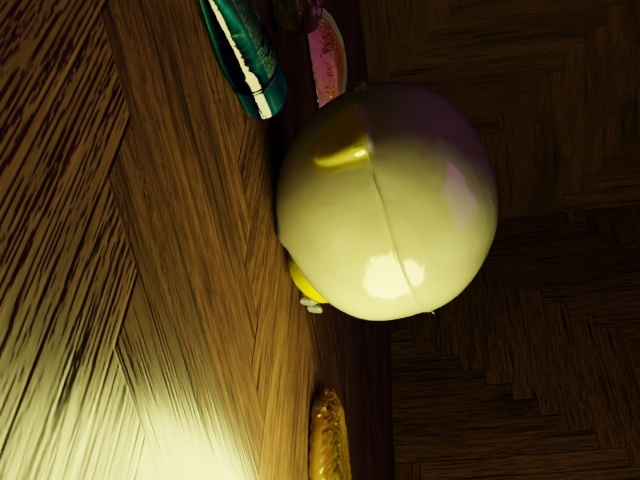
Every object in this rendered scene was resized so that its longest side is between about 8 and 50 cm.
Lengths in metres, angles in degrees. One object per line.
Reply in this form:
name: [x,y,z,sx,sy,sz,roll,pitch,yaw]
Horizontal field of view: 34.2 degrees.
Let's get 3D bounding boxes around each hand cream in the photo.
hand cream: [-0.096,-0.247,1.090,0.270,0.061,0.120,69,15,-50]

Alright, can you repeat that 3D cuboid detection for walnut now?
walnut: [-0.034,-0.362,1.590,0.082,0.079,0.096,73,14,-67]

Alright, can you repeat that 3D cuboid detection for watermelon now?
watermelon: [0.005,-0.359,2.062,0.119,0.063,0.245,-38,124,-66]

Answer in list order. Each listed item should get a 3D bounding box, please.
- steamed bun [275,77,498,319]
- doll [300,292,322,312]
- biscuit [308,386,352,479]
steamed bun: [0.093,-0.057,1.452,0.374,0.334,0.334,-69,153,-73]
doll: [0.000,0.000,1.638,0.102,0.075,0.227,55,40,-57]
biscuit: [0.023,0.391,1.641,0.318,0.040,0.318,-5,90,-83]
